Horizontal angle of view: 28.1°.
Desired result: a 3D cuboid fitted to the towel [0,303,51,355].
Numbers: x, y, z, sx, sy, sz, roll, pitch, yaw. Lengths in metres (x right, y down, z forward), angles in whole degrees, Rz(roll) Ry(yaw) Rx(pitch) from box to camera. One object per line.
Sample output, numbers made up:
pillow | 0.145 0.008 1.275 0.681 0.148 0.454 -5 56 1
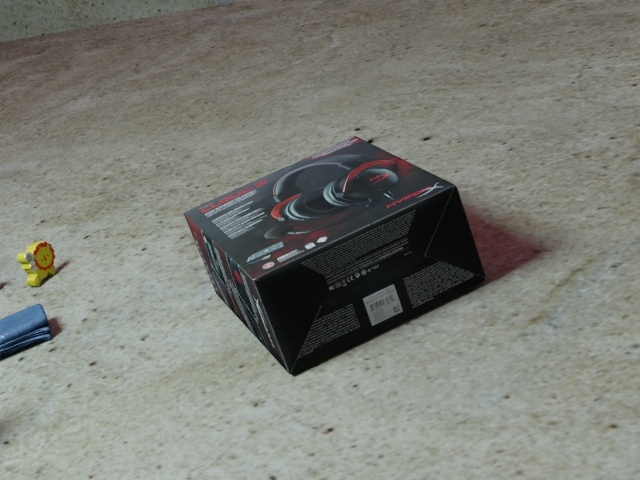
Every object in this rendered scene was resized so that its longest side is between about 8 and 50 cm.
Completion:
towel | -0.368 0.113 1.468 0.119 0.029 0.067 -24 22 -10

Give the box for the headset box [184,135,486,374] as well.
headset box | 0.000 0.000 1.313 0.218 0.110 0.293 -25 22 -12

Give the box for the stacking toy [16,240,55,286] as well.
stacking toy | -0.463 0.071 1.622 0.167 0.052 0.221 -4 26 35
